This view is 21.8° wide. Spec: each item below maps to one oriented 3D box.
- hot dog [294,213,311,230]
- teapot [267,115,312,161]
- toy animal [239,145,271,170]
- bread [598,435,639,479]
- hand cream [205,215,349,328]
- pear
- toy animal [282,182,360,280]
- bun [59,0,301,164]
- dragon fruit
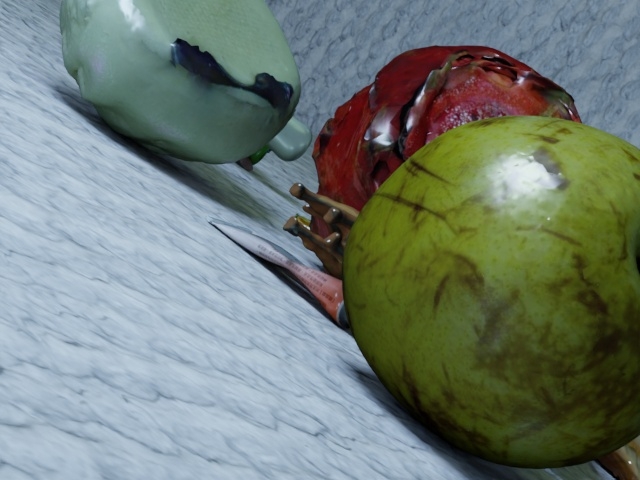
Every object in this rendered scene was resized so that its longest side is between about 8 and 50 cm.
[{"bbox_3d":[0.000,0.000,1.906,0.083,0.021,0.037,37,17,19],"label":"hot dog"},{"bbox_3d":[-0.148,-0.244,2.126,0.318,0.220,0.149,23,-23,-35],"label":"teapot"},{"bbox_3d":[-0.146,-0.186,2.230,0.208,0.100,0.103,46,-34,-3],"label":"toy animal"},{"bbox_3d":[0.363,0.182,1.672,0.123,0.190,0.244,13,21,-37],"label":"bread"},{"bbox_3d":[-0.021,0.029,1.512,0.216,0.038,0.052,31,-21,39],"label":"hand cream"},{"bbox_3d":[0.154,0.040,1.274,0.284,0.283,0.283,34,6,-4],"label":"pear"},{"bbox_3d":[0.086,0.040,1.491,0.230,0.066,0.224,36,-4,-34],"label":"toy animal"},{"bbox_3d":[-0.172,-0.195,1.765,0.293,0.187,0.293,40,29,-28],"label":"bun"},{"bbox_3d":[0.135,-0.044,1.695,0.296,0.301,0.295,12,54,-18],"label":"dragon fruit"}]
